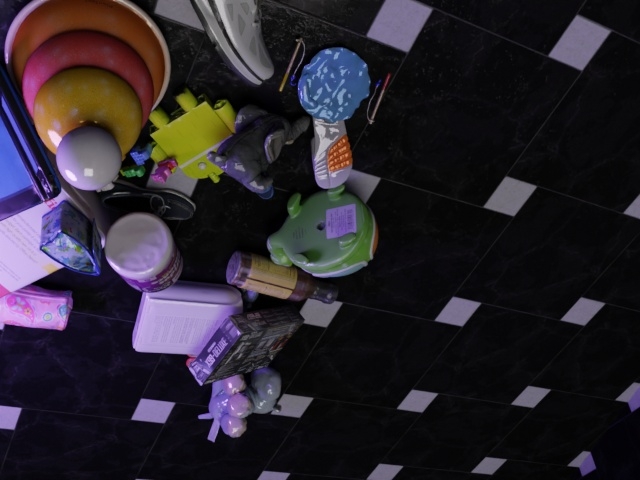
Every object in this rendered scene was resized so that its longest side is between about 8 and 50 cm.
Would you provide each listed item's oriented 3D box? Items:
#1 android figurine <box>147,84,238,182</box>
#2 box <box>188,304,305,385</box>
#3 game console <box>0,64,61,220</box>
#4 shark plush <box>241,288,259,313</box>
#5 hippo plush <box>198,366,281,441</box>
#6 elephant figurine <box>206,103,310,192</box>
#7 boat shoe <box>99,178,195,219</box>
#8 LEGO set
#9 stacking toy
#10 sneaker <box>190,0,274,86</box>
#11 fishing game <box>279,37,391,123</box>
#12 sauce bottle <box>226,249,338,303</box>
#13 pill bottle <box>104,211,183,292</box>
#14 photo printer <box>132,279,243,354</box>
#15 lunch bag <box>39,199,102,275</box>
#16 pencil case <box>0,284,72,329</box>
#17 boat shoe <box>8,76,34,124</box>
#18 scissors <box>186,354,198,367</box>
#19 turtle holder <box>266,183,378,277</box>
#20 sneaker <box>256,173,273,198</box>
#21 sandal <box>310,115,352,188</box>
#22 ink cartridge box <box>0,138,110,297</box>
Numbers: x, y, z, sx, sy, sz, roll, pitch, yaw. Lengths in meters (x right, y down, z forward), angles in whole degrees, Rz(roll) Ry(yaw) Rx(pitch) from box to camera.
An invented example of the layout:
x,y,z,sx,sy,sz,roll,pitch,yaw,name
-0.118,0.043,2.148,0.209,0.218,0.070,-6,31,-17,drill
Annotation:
x,y,z,sx,sy,sz,roll,pitch,yaw,name
-0.308,-0.255,1.801,0.248,0.056,0.273,-27,130,10,android figurine
-0.222,0.318,2.215,0.307,0.076,0.242,-5,138,-53,box
-0.701,-0.197,1.542,0.173,0.250,0.293,-28,100,-20,game console
-0.227,0.188,2.204,0.073,0.067,0.161,18,124,-28,shark plush
-0.233,0.543,2.392,0.237,0.234,0.294,0,121,-32,hippo plush
-0.143,-0.250,1.751,0.169,0.186,0.239,36,91,-13,elephant figurine
-0.450,-0.094,1.888,0.255,0.079,0.095,18,124,-27,boat shoe
-0.479,-0.169,1.763,0.227,0.093,0.087,-10,134,18,LEGO set
-0.476,-0.267,1.456,0.351,0.479,0.350,-7,132,-8,stacking toy
-0.143,-0.544,1.506,0.258,0.169,0.447,-23,130,9,sneaker
0.033,-0.381,1.770,0.264,0.041,0.189,12,111,-21,fishing game
-0.109,0.121,2.146,0.345,0.111,0.111,19,124,-28,sauce bottle
-0.451,0.045,1.884,0.169,0.169,0.301,-10,166,-6,pill bottle
-0.394,0.236,2.177,0.308,0.107,0.256,6,130,-20,photo printer
-0.573,0.001,1.691,0.096,0.128,0.151,-32,130,13,lunch bag
-0.840,0.172,1.996,0.284,0.124,0.124,14,126,-23,pencil case
-0.690,-0.331,1.643,0.040,0.049,0.142,-46,128,-26,boat shoe
-0.307,0.404,2.407,0.297,0.021,0.109,11,127,-22,scissors
0.013,0.010,1.996,0.320,0.243,0.227,-39,146,8,turtle holder
-0.163,-0.158,1.919,0.053,0.059,0.144,-22,133,2,sneaker
0.023,-0.269,1.867,0.102,0.076,0.265,-8,111,-10,sandal
-0.760,-0.045,1.794,0.385,0.160,0.279,-25,133,6,ink cartridge box
